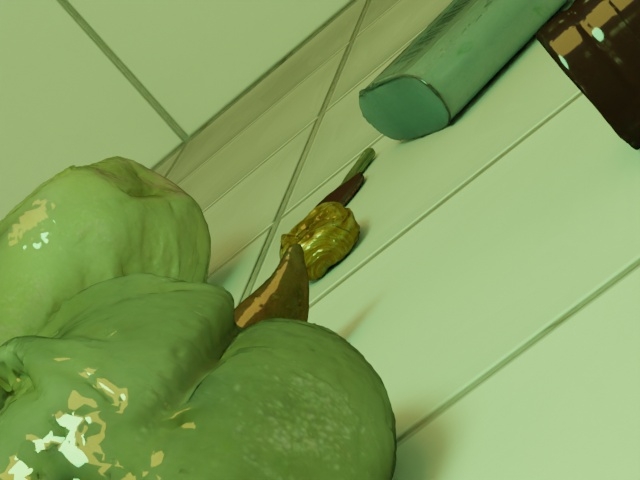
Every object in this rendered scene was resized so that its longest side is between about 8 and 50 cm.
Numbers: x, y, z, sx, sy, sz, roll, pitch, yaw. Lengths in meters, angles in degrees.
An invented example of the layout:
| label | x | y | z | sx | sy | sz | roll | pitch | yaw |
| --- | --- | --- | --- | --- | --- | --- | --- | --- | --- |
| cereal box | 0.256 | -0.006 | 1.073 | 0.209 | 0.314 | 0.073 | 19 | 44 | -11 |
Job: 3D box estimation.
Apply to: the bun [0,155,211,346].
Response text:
| label | x | y | z | sx | sy | sz | roll | pitch | yaw |
| --- | --- | --- | --- | --- | --- | --- | --- | --- | --- |
| bun | -0.277 | 0.065 | 2.107 | 0.361 | 0.213 | 0.361 | -43 | -6 | -6 |

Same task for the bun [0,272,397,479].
| label | x | y | z | sx | sy | sz | roll | pitch | yaw |
| --- | --- | --- | --- | --- | --- | --- | --- | --- | --- |
| bun | -0.133 | 0.159 | 1.132 | 0.365 | 0.219 | 0.365 | -40 | 14 | 12 |

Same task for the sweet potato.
| label | x | y | z | sx | sy | sz | roll | pitch | yaw |
| --- | --- | --- | --- | --- | --- | --- | --- | --- | --- |
| sweet potato | -0.126 | 0.150 | 1.503 | 0.354 | 0.095 | 0.106 | -41 | 55 | 13 |

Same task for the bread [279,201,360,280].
| label | x | y | z | sx | sy | sz | roll | pitch | yaw |
| --- | --- | --- | --- | --- | --- | --- | --- | --- | --- |
| bread | 0.000 | 0.000 | 1.801 | 0.083 | 0.044 | 0.110 | -37 | 12 | 4 |

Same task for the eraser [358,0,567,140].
| label | x | y | z | sx | sy | sz | roll | pitch | yaw |
| --- | --- | --- | --- | --- | --- | --- | --- | --- | --- |
| eraser | 0.158 | -0.212 | 2.003 | 0.227 | 0.081 | 0.174 | -45 | 14 | -22 |

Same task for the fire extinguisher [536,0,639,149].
| label | x | y | z | sx | sy | sz | roll | pitch | yaw |
| --- | --- | --- | --- | --- | --- | --- | --- | --- | --- |
| fire extinguisher | 0.317 | -0.212 | 1.314 | 0.337 | 0.114 | 0.135 | -40 | -3 | 10 |

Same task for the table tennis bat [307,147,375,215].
| label | x | y | z | sx | sy | sz | roll | pitch | yaw |
| --- | --- | --- | --- | --- | --- | --- | --- | --- | --- |
| table tennis bat | 0.022 | -0.053 | 2.034 | 0.087 | 0.013 | 0.156 | -35 | 14 | 44 |
